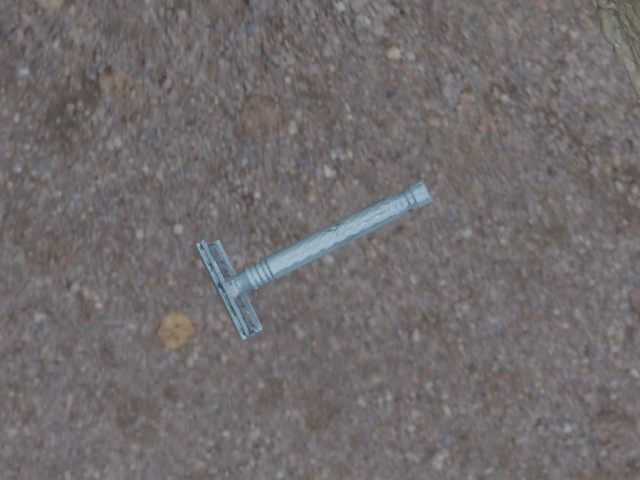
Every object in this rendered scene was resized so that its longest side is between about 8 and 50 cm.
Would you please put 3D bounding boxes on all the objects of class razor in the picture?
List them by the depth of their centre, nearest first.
[{"bbox_3d":[0.000,0.000,1.245,0.232,0.068,0.106,-28,87,8],"label":"razor"}]

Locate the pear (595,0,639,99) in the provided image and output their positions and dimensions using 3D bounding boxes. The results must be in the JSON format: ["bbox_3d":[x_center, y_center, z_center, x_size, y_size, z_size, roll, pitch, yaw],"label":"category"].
[{"bbox_3d":[0.343,-0.133,0.951,0.178,0.267,0.267,-36,116,7],"label":"pear"}]
